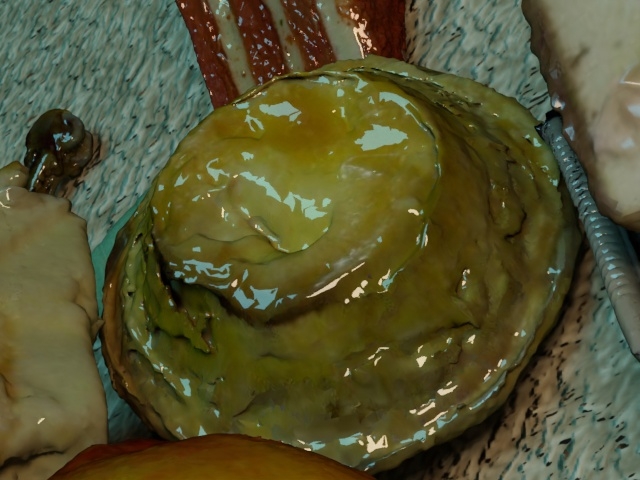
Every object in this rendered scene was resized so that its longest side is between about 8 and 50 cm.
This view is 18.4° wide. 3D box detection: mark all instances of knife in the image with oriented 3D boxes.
[{"bbox_3d":[0.177,-0.001,1.096,0.043,0.089,0.365,-56,14,19],"label":"knife"}]

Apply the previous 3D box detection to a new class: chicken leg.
[{"bbox_3d":[-0.256,0.002,1.641,0.107,0.087,0.251,15,68,27],"label":"chicken leg"}]

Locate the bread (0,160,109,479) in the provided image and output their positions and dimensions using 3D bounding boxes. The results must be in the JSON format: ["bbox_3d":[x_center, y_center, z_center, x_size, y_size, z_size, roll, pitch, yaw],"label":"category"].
[{"bbox_3d":[-0.336,0.161,1.289,0.371,0.390,0.279,112,145,-41],"label":"bread"}]

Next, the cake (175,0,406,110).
[{"bbox_3d":[-0.028,-0.163,1.450,0.158,0.160,0.262,-21,52,31],"label":"cake"}]

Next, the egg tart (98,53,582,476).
[{"bbox_3d":[0.003,-0.003,1.262,0.341,0.129,0.341,-8,53,11],"label":"egg tart"}]

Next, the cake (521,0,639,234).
[{"bbox_3d":[0.267,-0.152,1.027,0.290,0.256,0.282,-30,62,26],"label":"cake"}]

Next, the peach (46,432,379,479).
[{"bbox_3d":[-0.065,0.274,1.080,0.373,0.290,0.372,19,117,43],"label":"peach"}]

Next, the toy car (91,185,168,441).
[{"bbox_3d":[-0.081,0.068,1.396,0.141,0.097,0.320,-48,41,9],"label":"toy car"}]
